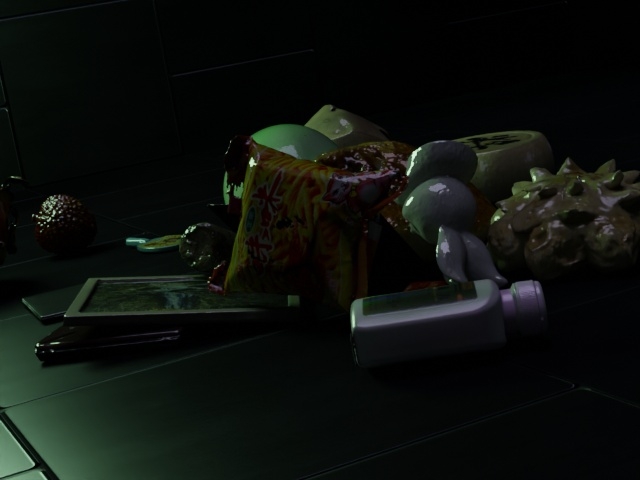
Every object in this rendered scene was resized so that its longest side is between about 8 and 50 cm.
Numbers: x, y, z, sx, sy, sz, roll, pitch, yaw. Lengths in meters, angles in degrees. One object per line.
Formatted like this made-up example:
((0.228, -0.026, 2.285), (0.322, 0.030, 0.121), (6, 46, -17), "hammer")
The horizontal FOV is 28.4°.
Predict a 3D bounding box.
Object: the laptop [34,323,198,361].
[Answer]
((-0.276, 0.128, 1.760), (0.207, 0.026, 0.154), (-7, 9, 10), "laptop")

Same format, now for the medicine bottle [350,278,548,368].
((0.145, 0.091, 1.437), (0.219, 0.078, 0.115), (-9, 10, 5), "medicine bottle")

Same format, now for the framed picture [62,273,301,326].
((-0.188, 0.082, 1.805), (0.324, 0.020, 0.240), (-1, 11, 0), "framed picture")

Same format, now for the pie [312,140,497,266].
((0.115, -0.063, 1.925), (0.315, 0.092, 0.315), (10, 29, -5), "pie")

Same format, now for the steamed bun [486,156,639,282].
((0.369, -0.039, 1.771), (0.292, 0.137, 0.295), (5, 16, 42), "steamed bun")

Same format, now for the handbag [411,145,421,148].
((0.150, -0.143, 2.628), (0.192, 0.075, 0.332), (-7, 10, 14), "handbag")

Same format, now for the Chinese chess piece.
((0.310, -0.134, 2.375), (0.257, 0.104, 0.257), (-10, 11, 2), "Chinese chess piece")

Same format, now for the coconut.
((0.038, -0.143, 2.341), (0.224, 0.224, 0.224), (-9, 11, 2), "coconut")

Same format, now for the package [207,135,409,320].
((-0.020, -0.007, 1.679), (0.288, 0.223, 0.108), (16, 3, 38), "package")

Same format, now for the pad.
((0.000, -0.001, 1.836), (0.300, 0.202, 0.005), (-1, 56, 39), "pad")

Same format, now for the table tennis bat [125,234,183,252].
((-0.313, 0.005, 2.426), (0.155, 0.019, 0.100), (2, 17, 39), "table tennis bat")

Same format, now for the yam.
((-0.154, 0.019, 1.967), (0.078, 0.078, 0.179), (-6, -10, 18), "yam")

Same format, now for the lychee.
((-0.507, -0.031, 2.508), (0.129, 0.123, 0.123), (-4, 8, -27), "lychee")

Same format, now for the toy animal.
((0.171, -0.014, 1.744), (0.131, 0.220, 0.104), (-26, -34, 36), "toy animal")

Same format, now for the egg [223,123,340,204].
((-0.052, -0.084, 2.121), (0.220, 0.220, 0.269), (-11, 12, -5), "egg")

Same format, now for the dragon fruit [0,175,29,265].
((-0.677, -0.001, 2.227), (0.269, 0.250, 0.291), (14, 28, 0), "dragon fruit")

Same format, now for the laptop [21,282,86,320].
((-0.405, 0.098, 2.041), (0.129, 0.016, 0.180), (-14, 11, -21), "laptop")

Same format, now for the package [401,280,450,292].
((0.133, 0.077, 1.668), (0.083, 0.022, 0.200), (-5, 10, 21), "package")
